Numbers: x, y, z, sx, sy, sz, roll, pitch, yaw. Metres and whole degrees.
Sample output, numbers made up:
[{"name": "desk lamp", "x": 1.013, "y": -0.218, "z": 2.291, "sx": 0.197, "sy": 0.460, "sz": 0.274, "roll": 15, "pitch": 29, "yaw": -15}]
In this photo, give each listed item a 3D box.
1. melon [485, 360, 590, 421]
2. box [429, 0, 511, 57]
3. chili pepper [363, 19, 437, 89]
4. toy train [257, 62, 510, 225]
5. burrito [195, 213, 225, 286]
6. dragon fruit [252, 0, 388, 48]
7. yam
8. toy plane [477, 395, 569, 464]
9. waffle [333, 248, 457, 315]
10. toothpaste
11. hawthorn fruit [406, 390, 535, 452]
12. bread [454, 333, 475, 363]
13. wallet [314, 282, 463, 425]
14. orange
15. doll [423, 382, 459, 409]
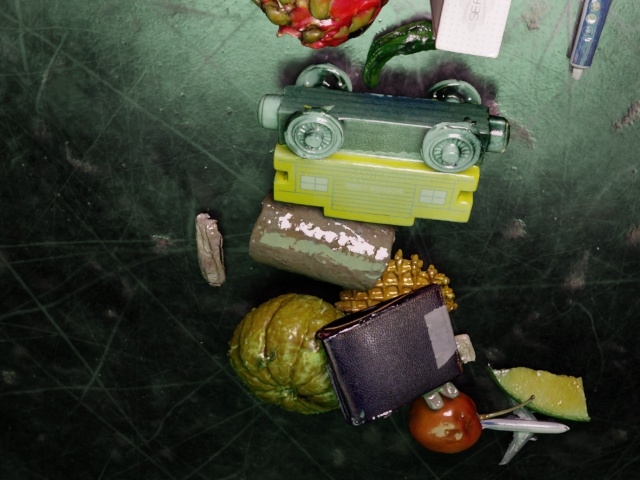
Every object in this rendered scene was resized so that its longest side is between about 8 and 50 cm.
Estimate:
[{"name": "melon", "x": 0.492, "y": 0.332, "z": 1.727, "sx": 0.262, "sy": 0.053, "sz": 0.114, "roll": 21, "pitch": 99, "yaw": -2}, {"name": "box", "x": 0.224, "y": -0.424, "z": 1.127, "sx": 0.095, "sy": 0.330, "sz": 0.210, "roll": 9, "pitch": 122, "yaw": 2}, {"name": "chili pepper", "x": 0.143, "y": -0.336, "z": 1.358, "sx": 0.182, "sy": 0.050, "sz": 0.073, "roll": -24, "pitch": 142, "yaw": 26}, {"name": "toy train", "x": 0.106, "y": -0.159, "z": 1.391, "sx": 0.442, "sy": 0.179, "sz": 0.272, "roll": 7, "pitch": 138, "yaw": 3}, {"name": "burrito", "x": -0.233, "y": 0.027, "z": 1.637, "sx": 0.058, "sy": 0.045, "sz": 0.188, "roll": 19, "pitch": 128, "yaw": 26}, {"name": "dragon fruit", "x": -0.011, "y": -0.448, "z": 1.199, "sx": 0.237, "sy": 0.231, "sz": 0.302, "roll": -22, "pitch": 136, "yaw": 6}, {"name": "yam", "x": 0.000, "y": 0.000, "z": 1.524, "sx": 0.268, "sy": 0.161, "sz": 0.161, "roll": 15, "pitch": 122, "yaw": -4}, {"name": "toy plane", "x": 0.459, "y": 0.430, "z": 1.790, "sx": 0.226, "sy": 0.058, "sz": 0.225, "roll": -3, "pitch": 110, "yaw": 5}, {"name": "waffle", "x": 0.165, "y": 0.130, "z": 1.648, "sx": 0.229, "sy": 0.051, "sz": 0.231, "roll": 38, "pitch": 118, "yaw": -12}, {"name": "toothpaste", "x": 0.462, "y": -0.368, "z": 1.308, "sx": 0.057, "sy": 0.034, "sz": 0.197, "roll": 5, "pitch": 120, "yaw": -6}, {"name": "hawthorn fruit", "x": 0.339, "y": 0.395, "z": 1.728, "sx": 0.286, "sy": 0.165, "sz": 0.165, "roll": -7, "pitch": 121, "yaw": 12}, {"name": "bread", "x": 0.298, "y": 0.244, "z": 1.709, "sx": 0.083, "sy": 0.035, "sz": 0.070, "roll": -10, "pitch": 119, "yaw": 16}, {"name": "wallet", "x": 0.137, "y": 0.220, "z": 1.503, "sx": 0.262, "sy": 0.071, "sz": 0.220, "roll": -22, "pitch": 111, "yaw": -8}, {"name": "orange", "x": -0.034, "y": 0.238, "z": 1.634, "sx": 0.301, "sy": 0.223, "sz": 0.300, "roll": 30, "pitch": 147, "yaw": -13}, {"name": "doll", "x": 0.194, "y": 0.233, "z": 1.615, "sx": 0.155, "sy": 0.113, "sz": 0.275, "roll": -36, "pitch": 116, "yaw": 0}]
